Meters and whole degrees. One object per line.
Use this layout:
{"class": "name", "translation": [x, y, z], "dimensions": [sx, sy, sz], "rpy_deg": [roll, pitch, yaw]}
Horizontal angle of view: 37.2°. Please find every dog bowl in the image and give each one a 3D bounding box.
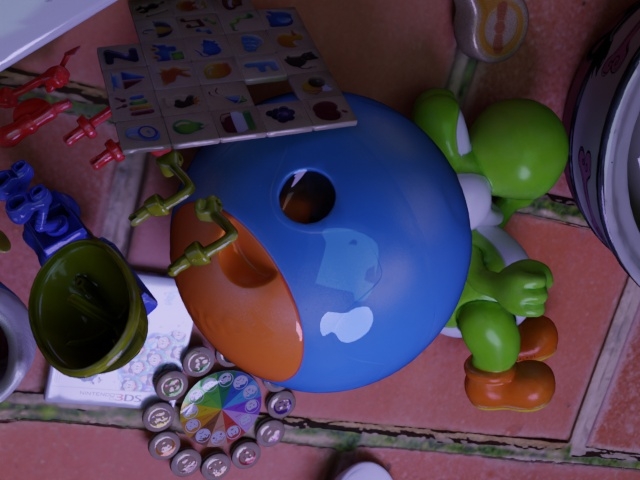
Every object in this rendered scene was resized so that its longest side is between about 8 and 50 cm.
{"class": "dog bowl", "translation": [0.463, -0.125, 1.109], "dimensions": [0.408, 0.150, 0.408], "rpy_deg": [-6, 111, -17]}

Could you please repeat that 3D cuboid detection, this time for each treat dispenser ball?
{"class": "treat dispenser ball", "translation": [0.000, 0.000, 0.912], "dimensions": [0.288, 0.288, 0.288], "rpy_deg": [-6, 110, -17]}

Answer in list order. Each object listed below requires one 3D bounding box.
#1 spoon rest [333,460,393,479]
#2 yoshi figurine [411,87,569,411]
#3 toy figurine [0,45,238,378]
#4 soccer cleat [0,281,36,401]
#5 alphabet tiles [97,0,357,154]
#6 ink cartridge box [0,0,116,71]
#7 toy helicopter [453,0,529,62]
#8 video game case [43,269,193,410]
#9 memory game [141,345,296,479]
{"class": "spoon rest", "translation": [0.026, 0.399, 1.132], "dimensions": [0.137, 0.084, 0.276], "rpy_deg": [38, 67, -41]}
{"class": "yoshi figurine", "translation": [0.210, -0.004, 1.052], "dimensions": [0.203, 0.203, 0.362], "rpy_deg": [-29, 114, -25]}
{"class": "toy figurine", "translation": [-0.185, 0.015, 0.864], "dimensions": [0.191, 0.362, 0.217], "rpy_deg": [-38, 140, -12]}
{"class": "soccer cleat", "translation": [-0.373, 0.025, 0.766], "dimensions": [0.331, 0.143, 0.116], "rpy_deg": [34, 95, -26]}
{"class": "alphabet tiles", "translation": [-0.097, -0.161, 0.858], "dimensions": [0.198, 0.237, 0.009], "rpy_deg": [-9, 134, -15]}
{"class": "ink cartridge box", "translation": [-0.185, -0.282, 0.738], "dimensions": [0.385, 0.279, 0.160], "rpy_deg": [-34, 115, -12]}
{"class": "toy helicopter", "translation": [0.139, -0.340, 0.954], "dimensions": [0.235, 0.140, 0.355], "rpy_deg": [-41, 127, -12]}
{"class": "video game case", "translation": [-0.213, 0.107, 1.025], "dimensions": [0.143, 0.019, 0.157], "rpy_deg": [9, 105, -22]}
{"class": "memory game", "translation": [-0.112, 0.194, 1.083], "dimensions": [0.186, 0.012, 0.186], "rpy_deg": [-10, 115, -23]}
